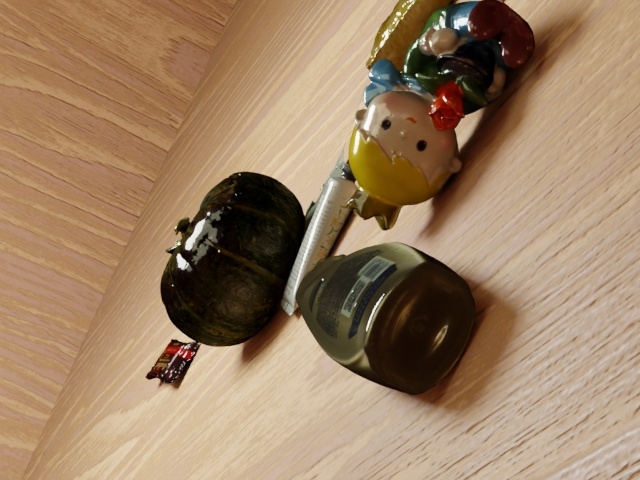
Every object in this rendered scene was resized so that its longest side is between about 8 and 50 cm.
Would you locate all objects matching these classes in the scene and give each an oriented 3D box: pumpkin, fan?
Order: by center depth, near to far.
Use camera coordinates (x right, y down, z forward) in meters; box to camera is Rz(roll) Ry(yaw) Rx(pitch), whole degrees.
[{"bbox_3d":[-0.120,0.021,1.913,0.238,0.159,0.238,-159,90,-82],"label":"pumpkin"},{"bbox_3d":[0.019,-0.082,1.938,0.182,0.010,0.310,-37,29,62],"label":"fan"}]

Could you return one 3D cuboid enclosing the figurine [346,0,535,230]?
[{"bbox_3d":[0.111,-0.122,1.450,0.234,0.127,0.185,-54,19,-13],"label":"figurine"}]

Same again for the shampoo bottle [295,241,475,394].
[{"bbox_3d":[0.048,0.060,1.357,0.125,0.084,0.350,-59,12,-3],"label":"shampoo bottle"}]

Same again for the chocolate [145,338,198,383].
[{"bbox_3d":[-0.235,0.192,2.312,0.086,0.028,0.182,-57,12,-15],"label":"chocolate"}]

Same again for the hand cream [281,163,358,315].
[{"bbox_3d":[0.000,0.000,1.787,0.194,0.042,0.067,-66,20,4],"label":"hand cream"}]

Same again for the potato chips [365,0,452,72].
[{"bbox_3d":[0.178,-0.355,1.800,0.407,0.057,0.080,-50,23,43],"label":"potato chips"}]
